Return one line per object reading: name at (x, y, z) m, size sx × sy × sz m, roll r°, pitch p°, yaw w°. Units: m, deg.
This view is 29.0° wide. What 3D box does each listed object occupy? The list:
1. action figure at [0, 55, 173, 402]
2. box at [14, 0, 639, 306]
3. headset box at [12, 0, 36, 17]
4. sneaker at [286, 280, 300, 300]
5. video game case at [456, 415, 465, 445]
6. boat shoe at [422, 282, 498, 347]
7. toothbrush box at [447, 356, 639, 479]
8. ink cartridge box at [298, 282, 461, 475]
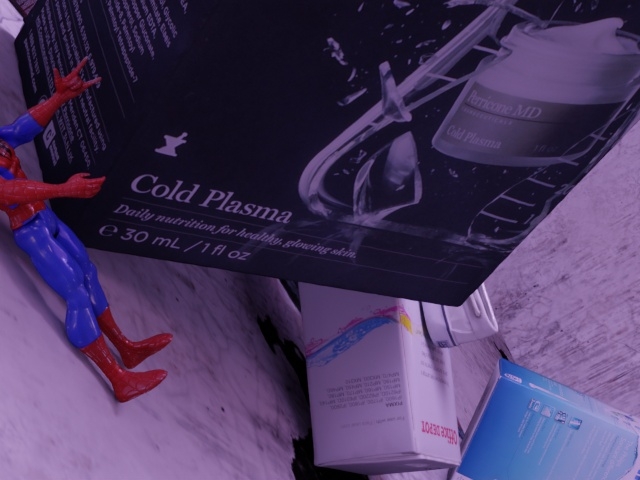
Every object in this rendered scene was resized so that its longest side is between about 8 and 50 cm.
action figure at (-0.184, -0.021, 0.955) m, size 0.280 × 0.139 × 0.091 m, roll 53°, pitch 12°, yaw -23°
box at (0.045, -0.212, 1.142) m, size 0.480 × 0.472 × 0.297 m, roll 10°, pitch 42°, yaw -35°
headset box at (-0.303, -0.263, 1.292) m, size 0.083 × 0.032 × 0.062 m, roll 51°, pitch 14°, yaw -31°
sneaker at (0.000, 0.000, 1.694) m, size 0.319 × 0.131 × 0.112 m, roll 55°, pitch 11°, yaw -15°
video game case at (0.191, 0.266, 2.160) m, size 0.201 × 0.023 × 0.183 m, roll 48°, pitch 16°, yaw -51°
boat shoe at (0.156, -0.010, 1.468) m, size 0.096 × 0.088 × 0.268 m, roll 29°, pitch 51°, yaw -66°
toothbrush box at (0.369, 0.344, 1.910) m, size 0.295 × 0.216 × 0.126 m, roll 23°, pitch 11°, yaw 5°
ink cartridge box at (0.071, 0.120, 1.488) m, size 0.226 × 0.131 × 0.306 m, roll 33°, pitch 50°, yaw -66°
